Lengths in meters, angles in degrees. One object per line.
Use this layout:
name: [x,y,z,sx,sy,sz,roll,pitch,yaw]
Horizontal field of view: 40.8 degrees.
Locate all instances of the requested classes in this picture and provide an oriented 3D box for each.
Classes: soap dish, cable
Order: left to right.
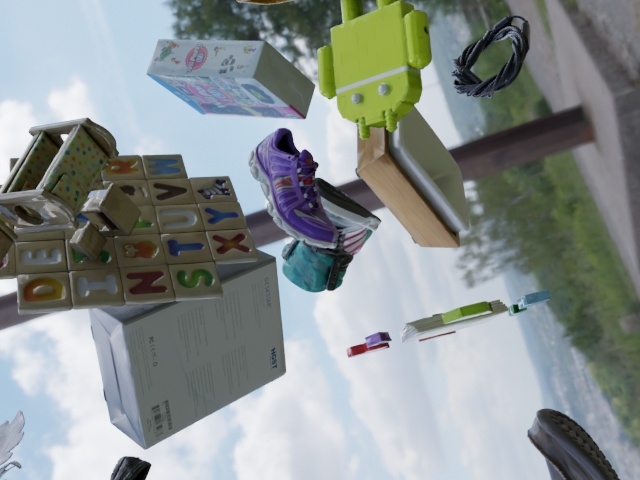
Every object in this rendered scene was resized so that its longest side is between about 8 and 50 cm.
soap dish: [0.181,-0.140,1.727,0.291,0.118,0.229,47,-151,-34]
cable: [0.287,-0.309,1.468,0.047,0.150,0.184,47,-141,-32]

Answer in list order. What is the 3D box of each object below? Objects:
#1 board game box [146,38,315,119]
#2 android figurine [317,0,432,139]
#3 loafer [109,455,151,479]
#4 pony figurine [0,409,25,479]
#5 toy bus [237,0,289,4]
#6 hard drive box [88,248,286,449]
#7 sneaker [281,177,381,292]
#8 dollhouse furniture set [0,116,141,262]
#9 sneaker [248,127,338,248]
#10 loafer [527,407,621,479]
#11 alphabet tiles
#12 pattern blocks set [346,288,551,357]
board game box: [-0.200,-0.361,1.939,0.224,0.303,0.097,32,-109,-56]
android figurine: [0.095,-0.318,1.534,0.056,0.248,0.273,5,-100,-47]
loafer: [-0.437,0.571,1.884,0.223,0.078,0.076,-73,-20,-47]
pony figurine: [-0.695,0.542,1.687,0.363,0.351,0.303,61,173,-11]
toy bus: [-0.074,-0.443,1.254,0.191,0.202,0.104,46,-151,16]
hard drive box: [-0.162,0.128,1.101,0.232,0.089,0.181,-22,-60,-37]
sneaker: [0.000,0.000,1.462,0.124,0.178,0.295,36,-177,17]
dollhouse furniture set: [-0.270,-0.010,0.935,0.161,0.101,0.182,54,-136,-42]
sneaker: [-0.026,-0.062,0.976,0.068,0.071,0.170,6,-136,-49]
loafer: [0.434,0.435,1.376,0.366,0.130,0.134,54,-166,-4]
alphabet tiles: [-0.262,-0.021,1.067,0.285,0.342,0.011,-113,27,-45]
pattern blocks set: [0.225,0.143,1.514,0.285,0.325,0.026,132,125,-68]
